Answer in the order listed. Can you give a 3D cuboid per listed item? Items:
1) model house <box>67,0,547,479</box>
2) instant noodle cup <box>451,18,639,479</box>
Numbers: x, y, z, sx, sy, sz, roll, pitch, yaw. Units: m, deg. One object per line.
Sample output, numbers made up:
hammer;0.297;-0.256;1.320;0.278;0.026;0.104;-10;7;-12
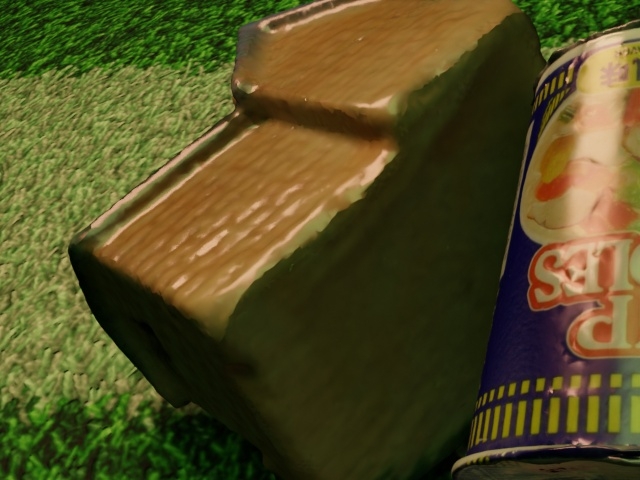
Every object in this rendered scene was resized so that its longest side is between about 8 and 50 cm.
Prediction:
model house;0.000;0.000;0.914;0.382;0.335;0.342;-40;33;-23
instant noodle cup;0.240;0.028;0.697;0.284;0.284;0.313;0;67;19
